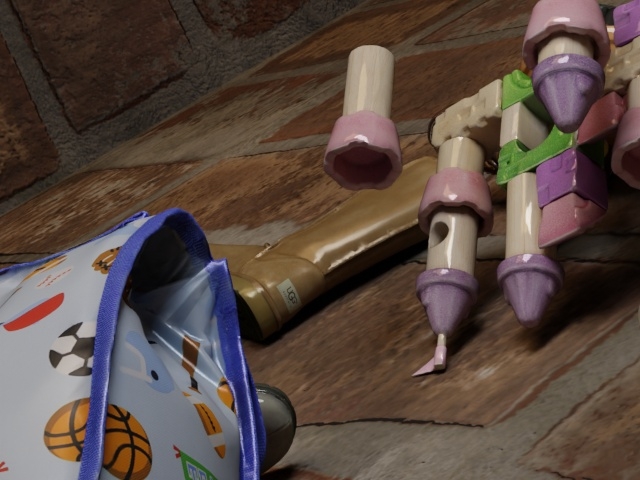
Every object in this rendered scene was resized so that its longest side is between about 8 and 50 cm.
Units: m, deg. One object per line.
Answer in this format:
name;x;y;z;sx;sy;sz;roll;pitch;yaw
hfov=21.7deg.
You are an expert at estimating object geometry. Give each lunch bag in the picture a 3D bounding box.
lunch bag;-0.214;0.165;1.094;0.328;0.239;0.385;-22;39;13

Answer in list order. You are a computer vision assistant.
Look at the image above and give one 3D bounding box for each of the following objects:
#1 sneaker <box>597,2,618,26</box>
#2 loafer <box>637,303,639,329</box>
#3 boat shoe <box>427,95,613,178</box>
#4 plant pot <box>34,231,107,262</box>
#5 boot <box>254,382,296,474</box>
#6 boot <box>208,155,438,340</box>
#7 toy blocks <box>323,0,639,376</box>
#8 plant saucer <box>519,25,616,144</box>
sneaker;0.370;-0.232;1.851;0.178;0.124;0.295;5;34;45
loafer;0.242;0.115;0.923;0.102;0.092;0.268;-22;31;18
boat shoe;0.193;-0.096;1.651;0.207;0.073;0.073;9;28;31
plant pot;-0.193;0.092;1.566;0.187;0.188;0.167;-21;2;17
boot;-0.123;0.212;1.246;0.246;0.083;0.161;-27;24;7
boot;0.000;0.000;1.728;0.269;0.089;0.236;-31;27;-20
toy blocks;0.198;-0.037;1.363;0.288;0.309;0.260;-29;43;39
plant saucer;0.278;-0.132;1.510;0.200;0.200;0.037;-10;62;45
